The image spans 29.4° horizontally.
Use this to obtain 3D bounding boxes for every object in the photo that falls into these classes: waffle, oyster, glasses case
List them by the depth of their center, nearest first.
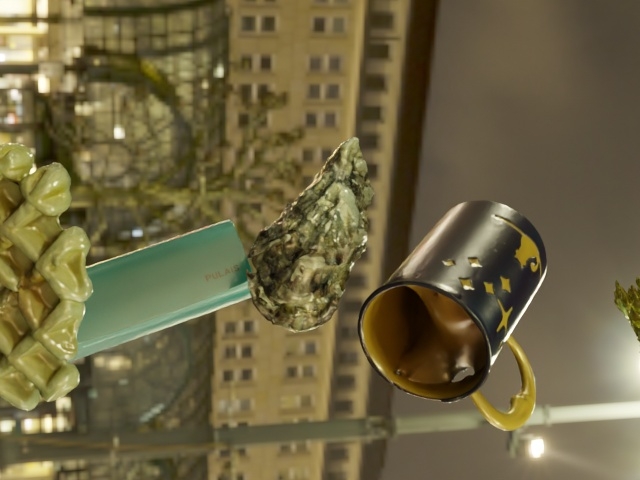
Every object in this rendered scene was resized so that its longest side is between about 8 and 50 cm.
[{"bbox_3d":[-0.349,0.021,1.163,0.056,0.309,0.292,-35,136,-59],"label":"waffle"},{"bbox_3d":[0.000,0.002,1.635,0.199,0.252,0.087,50,-16,27],"label":"oyster"},{"bbox_3d":[-0.248,0.068,1.706,0.070,0.301,0.117,107,-39,-68],"label":"glasses case"}]

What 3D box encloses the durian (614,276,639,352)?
[{"bbox_3d":[0.373,0.125,1.127,0.237,0.176,0.200,64,-11,-11],"label":"durian"}]

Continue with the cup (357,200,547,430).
[{"bbox_3d":[0.189,0.106,1.610,0.256,0.178,0.255,-44,132,-50],"label":"cup"}]
